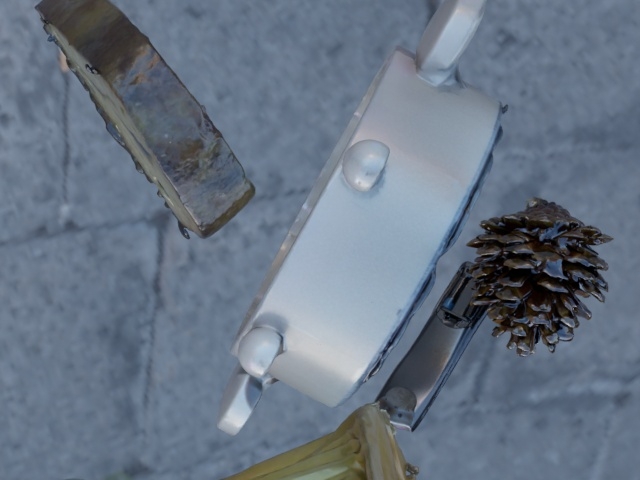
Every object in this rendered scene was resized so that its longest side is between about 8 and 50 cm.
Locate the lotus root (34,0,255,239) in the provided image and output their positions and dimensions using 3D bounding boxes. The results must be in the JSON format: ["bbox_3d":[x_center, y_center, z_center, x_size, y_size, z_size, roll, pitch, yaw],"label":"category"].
[{"bbox_3d":[-0.156,-0.121,1.462,0.074,0.170,0.260,-36,98,-8],"label":"lotus root"}]

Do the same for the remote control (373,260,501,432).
[{"bbox_3d":[0.131,0.116,1.824,0.212,0.059,0.028,-57,160,-19],"label":"remote control"}]

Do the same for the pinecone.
[{"bbox_3d":[0.230,0.039,1.761,0.173,0.173,0.173,-15,134,-16],"label":"pinecone"}]

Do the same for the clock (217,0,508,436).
[{"bbox_3d":[0.022,-0.004,0.709,0.063,0.155,0.229,27,108,-3],"label":"clock"}]

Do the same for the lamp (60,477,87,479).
[{"bbox_3d":[-0.318,0.359,2.132,0.105,0.105,0.105,-15,134,-16],"label":"lamp"}]

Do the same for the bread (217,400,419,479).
[{"bbox_3d":[0.006,0.236,0.865,0.156,0.204,0.288,-20,124,6],"label":"bread"}]
